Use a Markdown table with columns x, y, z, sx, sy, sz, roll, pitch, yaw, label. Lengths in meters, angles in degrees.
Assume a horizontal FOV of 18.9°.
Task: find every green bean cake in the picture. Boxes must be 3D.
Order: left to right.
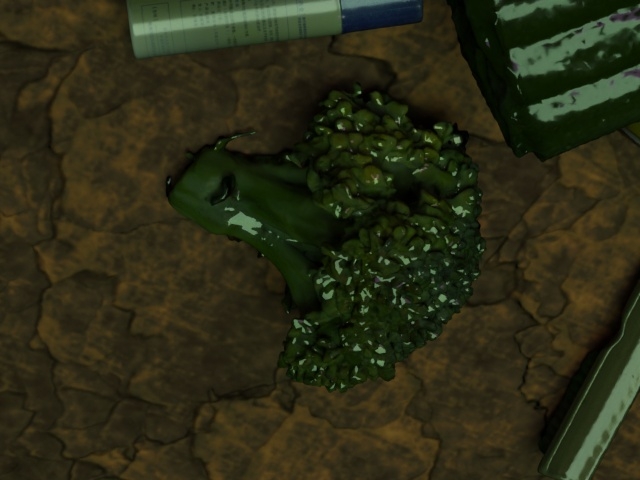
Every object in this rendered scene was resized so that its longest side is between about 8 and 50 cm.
| x | y | z | sx | sy | sz | roll | pitch | yaw | label |
| --- | --- | --- | --- | --- | --- | --- | --- | --- | --- |
| 0.159 | -0.215 | 1.425 | 0.156 | 0.247 | 0.250 | -21 | 118 | 6 | green bean cake |

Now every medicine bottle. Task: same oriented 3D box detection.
| x | y | z | sx | sy | sz | roll | pitch | yaw | label |
| --- | --- | --- | --- | --- | --- | --- | --- | --- | --- |
| -0.036 | -0.186 | 1.526 | 0.231 | 0.059 | 0.059 | -7 | 119 | -3 | medicine bottle |

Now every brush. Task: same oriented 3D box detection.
| x | y | z | sx | sy | sz | roll | pitch | yaw | label |
| --- | --- | --- | --- | --- | --- | --- | --- | --- | --- |
| 0.275 | 0.093 | 1.720 | 0.054 | 0.048 | 0.282 | 21 | 106 | -19 | brush |

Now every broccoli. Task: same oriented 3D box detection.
| x | y | z | sx | sy | sz | roll | pitch | yaw | label |
| --- | --- | --- | --- | --- | --- | --- | --- | --- | --- |
| 0.012 | 0.009 | 1.566 | 0.273 | 0.180 | 0.242 | 13 | 117 | -13 | broccoli |

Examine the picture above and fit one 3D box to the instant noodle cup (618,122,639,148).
| x | y | z | sx | sy | sz | roll | pitch | yaw | label |
| --- | --- | --- | --- | --- | --- | --- | --- | --- | --- |
| 0.361 | -0.112 | 1.539 | 0.213 | 0.213 | 0.174 | 28 | 103 | -19 | instant noodle cup |
